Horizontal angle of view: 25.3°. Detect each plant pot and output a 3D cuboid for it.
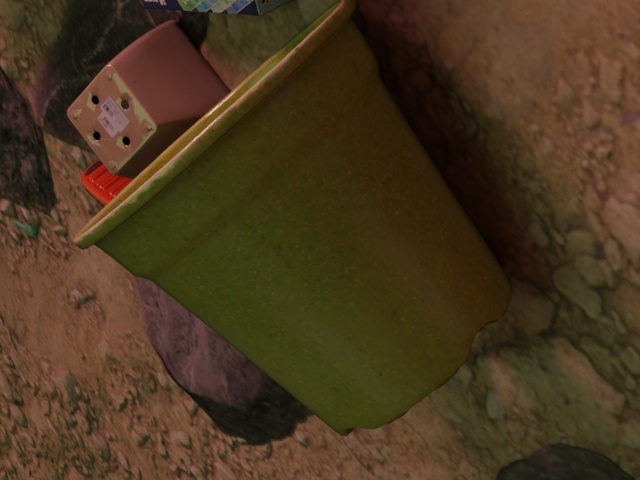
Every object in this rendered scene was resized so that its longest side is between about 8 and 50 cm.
[{"bbox_3d":[0.000,0.000,1.084,0.254,0.276,0.276,49,146,-8],"label":"plant pot"},{"bbox_3d":[-0.158,-0.116,1.268,0.109,0.096,0.109,-41,83,35],"label":"plant pot"}]

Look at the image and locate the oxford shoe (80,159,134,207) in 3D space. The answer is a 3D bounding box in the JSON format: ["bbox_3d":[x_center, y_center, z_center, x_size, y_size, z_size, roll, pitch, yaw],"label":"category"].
[{"bbox_3d":[-0.125,-0.009,1.348,0.271,0.097,0.098,26,141,37],"label":"oxford shoe"}]

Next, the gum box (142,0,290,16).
[{"bbox_3d":[-0.109,-0.277,1.156,0.157,0.041,0.184,12,125,46],"label":"gum box"}]
